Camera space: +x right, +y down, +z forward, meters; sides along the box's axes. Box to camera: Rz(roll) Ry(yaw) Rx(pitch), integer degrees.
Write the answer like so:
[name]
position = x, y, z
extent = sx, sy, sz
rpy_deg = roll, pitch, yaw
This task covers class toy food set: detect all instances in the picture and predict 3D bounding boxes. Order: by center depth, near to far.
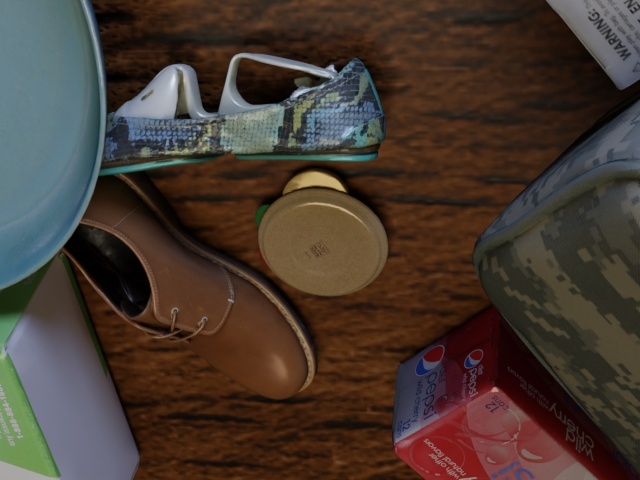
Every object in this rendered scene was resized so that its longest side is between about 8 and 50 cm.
[toy food set]
position = 0.000, 0.000, 0.718
extent = 0.083, 0.020, 0.082
rpy_deg = 37, 124, -16

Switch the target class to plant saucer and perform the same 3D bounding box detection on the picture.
[plant saucer]
position = -0.250, -0.113, 0.641
extent = 0.318, 0.043, 0.317
rpy_deg = 10, 123, 17

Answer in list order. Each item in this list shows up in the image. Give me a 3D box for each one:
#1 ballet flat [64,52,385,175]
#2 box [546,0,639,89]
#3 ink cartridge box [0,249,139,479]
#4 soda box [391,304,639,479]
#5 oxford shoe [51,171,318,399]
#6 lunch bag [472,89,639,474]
[ballet flat]
position = -0.057, -0.072, 0.661
extent = 0.189, 0.070, 0.070
rpy_deg = -3, 125, 11
[box]
position = 0.125, -0.170, 0.457
extent = 0.103, 0.203, 0.114
rpy_deg = -33, 113, 30
[ink cartridge box]
position = -0.288, 0.121, 0.802
extent = 0.273, 0.114, 0.198
rpy_deg = -4, 124, 13
[soda box]
position = 0.167, 0.164, 0.764
extent = 0.263, 0.083, 0.092
rpy_deg = 42, 122, -19
[oxford shoe]
position = -0.088, 0.041, 0.732
extent = 0.212, 0.076, 0.076
rpy_deg = 41, 121, -20
[lunch bag]
position = 0.256, 0.020, 0.466
extent = 0.305, 0.256, 0.212
rpy_deg = 47, 165, 2
